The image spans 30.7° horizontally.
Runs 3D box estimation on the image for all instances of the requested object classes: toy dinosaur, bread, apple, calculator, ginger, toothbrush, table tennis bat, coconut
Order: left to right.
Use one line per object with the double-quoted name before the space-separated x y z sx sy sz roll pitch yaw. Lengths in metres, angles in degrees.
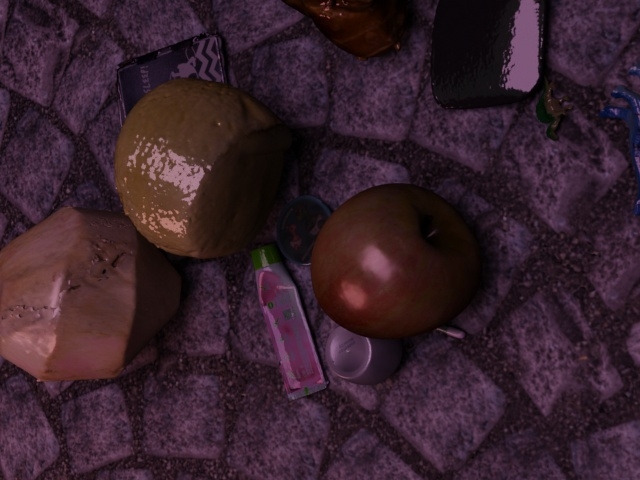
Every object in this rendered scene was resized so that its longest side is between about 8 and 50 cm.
"coconut" -0.425 0.103 2.146 0.353 0.353 0.352 -3 85 32
"calculator" -0.290 -0.295 2.255 0.274 0.028 0.165 -11 84 33
"bread" -0.205 -0.127 2.012 0.237 0.320 0.320 25 100 30
"ginger" -0.010 -0.460 1.943 0.152 0.274 0.357 -46 63 3
"table tennis bat" 0.000 0.000 2.046 0.201 0.033 0.124 35 107 34
"apple" 0.114 0.042 1.840 0.234 0.257 0.256 -48 64 33
"toothbrush" 0.131 0.118 1.959 0.257 0.018 0.024 20 100 32
"toy dinosaur" 0.358 -0.218 1.838 0.060 0.029 0.119 -40 64 42
"toy dinosaur" 0.496 -0.209 1.720 0.144 0.076 0.329 35 107 22

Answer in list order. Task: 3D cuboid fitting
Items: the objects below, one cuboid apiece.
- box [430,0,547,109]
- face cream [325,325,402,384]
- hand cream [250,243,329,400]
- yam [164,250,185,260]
"box" 0.273 -0.320 1.887 0.201 0.042 0.212 -1 87 32
"face cream" 0.072 0.183 1.942 0.117 0.104 0.117 -2 87 33
"hand cream" -0.060 0.142 2.071 0.079 0.050 0.275 -31 75 54
"yam" -0.281 -0.067 2.185 0.107 0.107 0.194 -36 69 25
